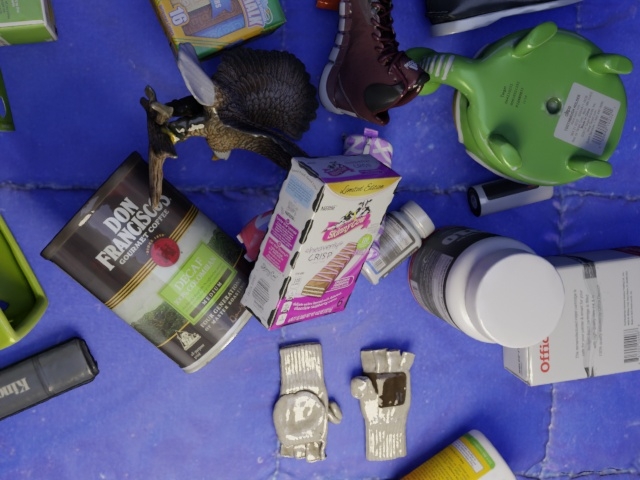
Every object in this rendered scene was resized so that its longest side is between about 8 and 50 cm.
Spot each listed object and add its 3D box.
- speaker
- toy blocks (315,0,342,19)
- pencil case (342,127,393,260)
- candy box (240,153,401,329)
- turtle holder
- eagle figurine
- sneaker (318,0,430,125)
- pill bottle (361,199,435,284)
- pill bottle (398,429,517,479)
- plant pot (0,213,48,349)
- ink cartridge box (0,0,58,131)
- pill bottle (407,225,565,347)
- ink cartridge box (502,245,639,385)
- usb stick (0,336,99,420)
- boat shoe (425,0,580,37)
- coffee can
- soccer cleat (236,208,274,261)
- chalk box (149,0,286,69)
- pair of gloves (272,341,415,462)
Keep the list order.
[{"bbox_3d":[0.322,-0.081,1.383,0.136,0.055,0.055,-14,99,-10],"label":"speaker"},{"bbox_3d":[0.026,-0.413,1.285,0.148,0.054,0.123,11,93,-13],"label":"toy blocks"},{"bbox_3d":[0.067,-0.071,1.283,0.086,0.088,0.206,9,72,-7],"label":"pencil case"},{"bbox_3d":[0.000,0.000,1.117,0.159,0.071,0.233,-10,129,-46],"label":"candy box"},{"bbox_3d":[0.298,-0.202,1.276,0.320,0.227,0.243,-11,99,-10],"label":"turtle holder"},{"bbox_3d":[-0.106,-0.166,1.185,0.298,0.225,0.226,-2,101,-17],"label":"eagle figurine"},{"bbox_3d":[0.104,-0.301,1.206,0.106,0.162,0.281,-21,133,-47],"label":"sneaker"},{"bbox_3d":[0.116,0.001,1.336,0.137,0.078,0.078,-40,102,-6],"label":"pill bottle"},{"bbox_3d":[0.201,0.440,1.372,0.246,0.136,0.136,-33,101,-6],"label":"pill bottle"},{"bbox_3d":[-0.542,0.062,1.137,0.207,0.227,0.228,-25,101,-2],"label":"plant pot"},{"bbox_3d":[-0.420,-0.286,1.139,0.097,0.189,0.255,-10,99,-12],"label":"ink cartridge box"},{"bbox_3d":[0.251,0.067,1.266,0.161,0.283,0.161,-1,96,-12],"label":"pill bottle"},{"bbox_3d":[0.453,0.124,1.401,0.273,0.114,0.197,-6,98,-12],"label":"ink cartridge box"},{"bbox_3d":[-0.480,0.232,1.254,0.278,0.045,0.077,-23,101,-8],"label":"usb stick"},{"bbox_3d":[0.315,-0.406,1.316,0.302,0.114,0.091,-17,105,-10],"label":"boat shoe"},{"bbox_3d":[-0.236,0.033,1.204,0.275,0.201,0.201,42,87,-13],"label":"coffee can"},{"bbox_3d":[-0.024,0.014,1.244,0.095,0.248,0.083,-34,59,21],"label":"soccer cleat"},{"bbox_3d":[-0.136,-0.356,1.218,0.213,0.132,0.132,-24,100,-7],"label":"chalk box"},{"bbox_3d":[0.040,0.276,1.369,0.240,0.042,0.204,3,96,-11],"label":"pair of gloves"}]
